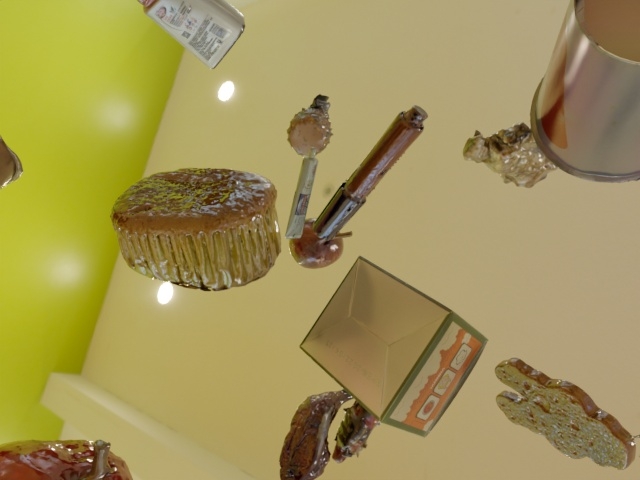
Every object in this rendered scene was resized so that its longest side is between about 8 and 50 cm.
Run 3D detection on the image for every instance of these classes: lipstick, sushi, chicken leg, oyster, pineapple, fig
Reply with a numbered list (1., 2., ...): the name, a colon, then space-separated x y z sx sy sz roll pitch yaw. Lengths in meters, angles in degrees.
1. lipstick: 0.110 -0.153 1.229 0.418 0.077 0.077 -50 -135 35
2. sushi: 0.101 0.516 1.410 0.226 0.103 0.097 -57 -142 6
3. chicken leg: 0.010 0.498 1.398 0.096 0.158 0.407 -26 -168 39
4. oyster: 0.370 -0.143 0.846 0.201 0.354 0.107 -179 -96 -67
5. pineapple: -0.019 -0.390 1.672 0.310 0.141 0.170 -76 -169 -59
6. fig: -0.007 0.002 1.574 0.207 0.175 0.175 128 -25 -76

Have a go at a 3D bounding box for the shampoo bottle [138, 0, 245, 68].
1. shampoo bottle: -0.311 -0.491 1.076 0.153 0.284 0.071 -34 -132 36

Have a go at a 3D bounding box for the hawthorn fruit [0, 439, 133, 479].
1. hawthorn fruit: -0.265 0.277 0.472 0.253 0.205 0.205 -46 -132 18

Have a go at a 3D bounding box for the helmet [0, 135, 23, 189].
1. helmet: -0.583 -0.128 0.751 0.198 0.224 0.130 -18 -140 35

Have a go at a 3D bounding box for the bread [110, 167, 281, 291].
1. bread: -0.191 -0.028 0.812 0.253 0.142 0.227 11 -145 18

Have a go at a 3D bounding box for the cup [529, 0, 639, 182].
1. cup: 0.328 -0.188 0.535 0.203 0.288 0.203 -2 -97 22

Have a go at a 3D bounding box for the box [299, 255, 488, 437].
1. box: 0.110 0.158 0.772 0.195 0.148 0.177 31 -93 46

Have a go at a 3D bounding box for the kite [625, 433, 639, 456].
1. kite: 0.498 0.197 0.652 0.245 0.015 0.141 -55 -173 15

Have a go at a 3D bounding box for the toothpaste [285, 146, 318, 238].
1. toothpaste: -0.043 -0.110 1.223 0.038 0.060 0.233 26 -68 32

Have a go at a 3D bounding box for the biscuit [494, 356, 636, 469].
1. biscuit: 0.489 0.355 1.042 0.044 0.186 0.295 -27 -149 -26
